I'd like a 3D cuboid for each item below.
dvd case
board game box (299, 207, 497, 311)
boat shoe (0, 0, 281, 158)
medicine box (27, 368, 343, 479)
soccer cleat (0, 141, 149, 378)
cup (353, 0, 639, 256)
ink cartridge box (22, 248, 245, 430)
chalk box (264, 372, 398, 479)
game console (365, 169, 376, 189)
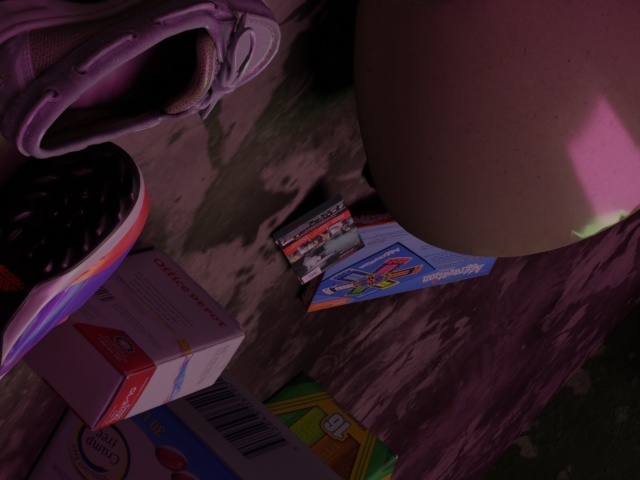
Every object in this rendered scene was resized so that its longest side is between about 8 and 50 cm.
[{"bbox_3d":[0.000,0.000,1.614,0.087,0.013,0.119,-32,150,-1],"label":"dvd case"},{"bbox_3d":[0.117,0.008,1.770,0.281,0.027,0.145,-10,140,-32],"label":"board game box"},{"bbox_3d":[-0.129,-0.122,1.053,0.320,0.103,0.118,-17,143,-55],"label":"boat shoe"},{"bbox_3d":[-0.156,0.289,1.494,0.149,0.263,0.289,-9,135,-60],"label":"medicine box"},{"bbox_3d":[-0.251,0.060,1.131,0.318,0.108,0.116,-47,164,-12],"label":"soccer cleat"},{"bbox_3d":[0.160,-0.186,1.309,0.331,0.331,0.237,-44,133,-13],"label":"cup"},{"bbox_3d":[-0.171,0.084,1.295,0.175,0.127,0.072,-14,141,-57],"label":"ink cartridge box"},{"bbox_3d":[-0.069,0.350,1.902,0.289,0.180,0.179,-37,157,-32],"label":"chalk box"},{"bbox_3d":[0.195,-0.095,1.754,0.213,0.044,0.361,-32,165,31],"label":"game console"}]
